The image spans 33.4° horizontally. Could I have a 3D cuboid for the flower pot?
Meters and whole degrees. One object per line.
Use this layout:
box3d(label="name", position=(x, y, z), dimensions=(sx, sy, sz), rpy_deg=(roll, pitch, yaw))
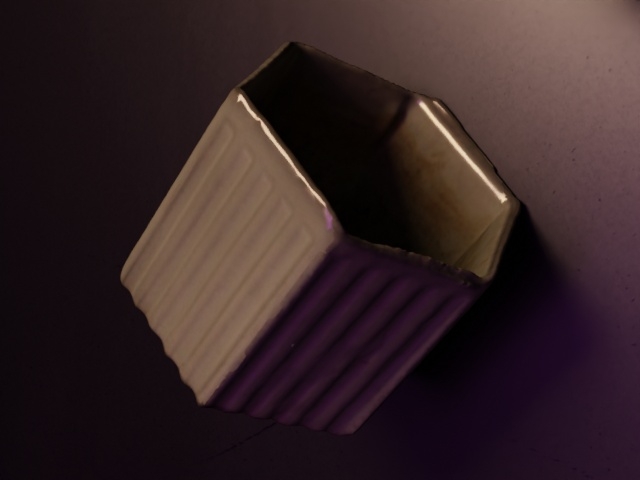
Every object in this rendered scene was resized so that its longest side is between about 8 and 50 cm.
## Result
box3d(label="flower pot", position=(0.000, 0.000, 0.765), dimensions=(0.190, 0.239, 0.209), rpy_deg=(-51, 34, 32))
